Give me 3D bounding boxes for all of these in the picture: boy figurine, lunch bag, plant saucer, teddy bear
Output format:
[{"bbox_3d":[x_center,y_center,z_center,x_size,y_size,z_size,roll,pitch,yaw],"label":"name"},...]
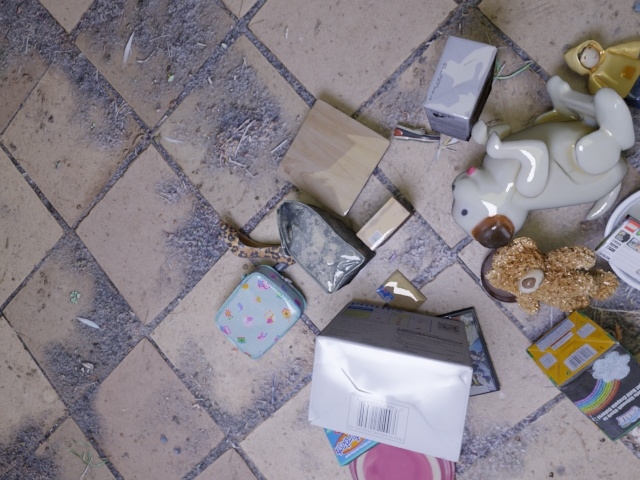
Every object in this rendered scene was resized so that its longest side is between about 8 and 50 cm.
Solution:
[{"bbox_3d":[0.769,-0.432,1.102,0.285,0.092,0.177,34,104,8],"label":"boy figurine"},{"bbox_3d":[-0.193,0.221,1.379,0.224,0.108,0.279,43,111,3],"label":"lunch bag"},{"bbox_3d":[0.000,0.000,1.265,0.287,0.235,0.169,45,102,9],"label":"lunch bag"},{"bbox_3d":[0.531,0.091,1.213,0.168,0.029,0.169,0,93,6],"label":"plant saucer"},{"bbox_3d":[0.240,0.687,1.318,0.331,0.084,0.333,1,94,15],"label":"plant saucer"},{"bbox_3d":[0.592,0.111,1.094,0.245,0.337,0.113,-27,43,40],"label":"teddy bear"}]

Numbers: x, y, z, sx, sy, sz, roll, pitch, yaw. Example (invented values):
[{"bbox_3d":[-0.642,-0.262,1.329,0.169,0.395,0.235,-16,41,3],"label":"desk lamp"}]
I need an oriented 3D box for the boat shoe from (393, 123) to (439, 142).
[{"bbox_3d":[0.284,-0.312,1.267,0.136,0.049,0.043,12,94,19],"label":"boat shoe"}]

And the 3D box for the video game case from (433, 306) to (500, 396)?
[{"bbox_3d":[0.358,0.354,1.290,0.274,0.035,0.249,-18,88,16],"label":"video game case"}]

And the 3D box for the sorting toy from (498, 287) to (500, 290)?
[{"bbox_3d":[0.535,0.109,1.237,0.061,0.012,0.084,10,95,15],"label":"sorting toy"}]

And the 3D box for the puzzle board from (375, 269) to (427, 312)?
[{"bbox_3d":[0.247,0.167,1.323,0.128,0.011,0.096,45,105,10],"label":"puzzle board"}]

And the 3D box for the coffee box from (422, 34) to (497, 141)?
[{"bbox_3d":[0.360,-0.374,1.111,0.118,0.297,0.168,23,100,17],"label":"coffee box"}]

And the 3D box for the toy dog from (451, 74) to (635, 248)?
[{"bbox_3d":[0.527,-0.163,1.118,0.407,0.285,0.395,-33,124,14],"label":"toy dog"}]

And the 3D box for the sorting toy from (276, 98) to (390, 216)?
[{"bbox_3d":[0.043,-0.247,1.315,0.257,0.089,0.256,34,101,12],"label":"sorting toy"}]

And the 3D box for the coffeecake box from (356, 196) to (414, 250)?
[{"bbox_3d":[0.190,-0.048,1.235,0.068,0.185,0.142,45,104,9],"label":"coffeecake box"}]

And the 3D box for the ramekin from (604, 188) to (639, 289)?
[{"bbox_3d":[0.848,-0.013,1.051,0.277,0.135,0.278,7,106,27],"label":"ramekin"}]

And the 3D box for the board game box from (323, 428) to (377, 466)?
[{"bbox_3d":[0.083,0.551,1.328,0.160,0.047,0.210,-41,56,14],"label":"board game box"}]

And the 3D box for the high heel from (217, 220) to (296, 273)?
[{"bbox_3d":[-0.192,-0.005,1.386,0.186,0.093,0.261,-39,99,21],"label":"high heel"}]

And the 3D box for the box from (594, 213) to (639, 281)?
[{"bbox_3d":[0.774,0.045,1.005,0.207,0.036,0.114,38,117,15],"label":"box"}]

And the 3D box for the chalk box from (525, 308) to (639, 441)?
[{"bbox_3d":[0.716,0.356,1.098,0.289,0.179,0.180,43,103,-12],"label":"chalk box"}]

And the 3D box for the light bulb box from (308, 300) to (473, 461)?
[{"bbox_3d":[0.192,0.332,1.129,0.357,0.361,0.226,9,97,15],"label":"light bulb box"}]
